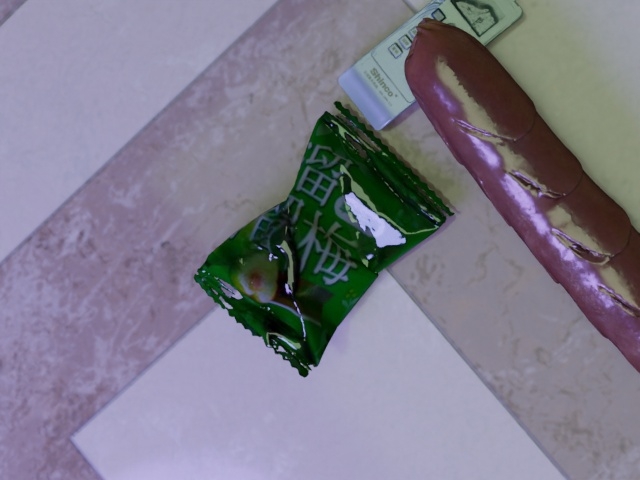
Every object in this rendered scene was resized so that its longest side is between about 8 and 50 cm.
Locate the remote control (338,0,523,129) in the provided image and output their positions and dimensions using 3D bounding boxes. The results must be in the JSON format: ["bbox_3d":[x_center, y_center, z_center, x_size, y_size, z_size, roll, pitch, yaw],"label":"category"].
[{"bbox_3d":[0.094,-0.166,1.249,0.162,0.029,0.061,-38,89,7],"label":"remote control"}]

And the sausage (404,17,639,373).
[{"bbox_3d":[0.212,-0.009,1.194,0.088,0.088,0.433,-41,87,11],"label":"sausage"}]

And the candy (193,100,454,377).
[{"bbox_3d":[-0.001,-0.001,1.255,0.141,0.078,0.203,42,89,-3],"label":"candy"}]
